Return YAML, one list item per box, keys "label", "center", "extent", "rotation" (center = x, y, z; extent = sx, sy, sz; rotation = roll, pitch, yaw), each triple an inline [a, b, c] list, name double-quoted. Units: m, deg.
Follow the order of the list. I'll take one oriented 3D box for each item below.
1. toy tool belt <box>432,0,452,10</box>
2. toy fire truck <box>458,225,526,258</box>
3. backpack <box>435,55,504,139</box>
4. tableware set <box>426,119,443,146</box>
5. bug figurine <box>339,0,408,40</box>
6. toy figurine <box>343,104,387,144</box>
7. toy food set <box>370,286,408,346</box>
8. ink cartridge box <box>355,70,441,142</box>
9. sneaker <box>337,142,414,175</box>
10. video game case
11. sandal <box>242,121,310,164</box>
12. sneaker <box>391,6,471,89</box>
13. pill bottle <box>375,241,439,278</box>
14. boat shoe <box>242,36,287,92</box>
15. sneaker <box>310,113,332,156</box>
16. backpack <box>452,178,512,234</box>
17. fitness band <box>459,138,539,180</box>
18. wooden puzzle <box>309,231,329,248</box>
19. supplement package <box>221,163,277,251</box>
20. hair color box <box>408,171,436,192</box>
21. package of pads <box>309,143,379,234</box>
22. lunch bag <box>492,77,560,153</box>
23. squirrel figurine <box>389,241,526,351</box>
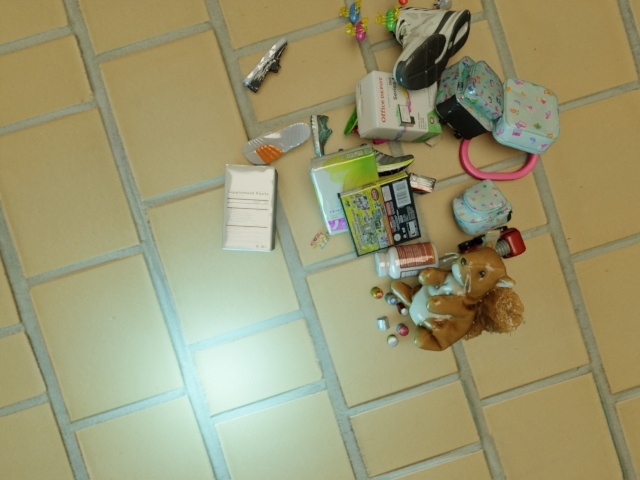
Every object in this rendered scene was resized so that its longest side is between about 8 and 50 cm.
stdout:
- label: "toy tool belt"
  center: [0.447, -0.883, 1.755]
  extent: [0.083, 0.052, 0.051]
  rotation: [-25, 60, -4]
- label: "toy fire truck"
  center: [0.626, 0.017, 1.674]
  extent: [0.217, 0.246, 0.159]
  rotation: [-22, 92, -1]
- label: "backpack"
  center: [0.527, -0.519, 1.659]
  extent: [0.225, 0.191, 0.254]
  rotation: [30, 53, -29]
- label: "tableware set"
  center: [0.399, -0.443, 1.771]
  extent: [0.168, 0.020, 0.141]
  rotation: [30, 85, 1]
- label: "bug figurine"
  center: [0.199, -0.806, 1.665]
  extent: [0.278, 0.072, 0.216]
  rotation: [-5, 61, 30]
- label: "toy figurine"
  center: [0.193, -0.429, 1.739]
  extent: [0.159, 0.130, 0.173]
  rotation: [26, 66, -15]
- label: "toy food set"
  center: [0.266, 0.281, 1.740]
  extent: [0.111, 0.104, 0.232]
  rotation: [-15, 91, -1]
- label: "ink cartridge box"
  center: [0.274, -0.465, 1.652]
  extent: [0.278, 0.117, 0.202]
  rotation: [-2, 85, -26]
- label: "sneaker"
  center: [0.197, -0.300, 1.729]
  extent: [0.299, 0.111, 0.121]
  rotation: [-6, 87, -3]
- label: "video game case"
  center: [0.212, -0.087, 1.654]
  extent: [0.248, 0.035, 0.275]
  rotation: [-18, 126, 3]
- label: "sandal"
  center: [-0.156, -0.363, 1.731]
  extent: [0.265, 0.076, 0.102]
  rotation: [-21, 115, 10]
- label: "sneaker"
  center: [0.317, -0.680, 1.645]
  extent: [0.257, 0.169, 0.447]
  rotation: [24, 55, 30]
- label: "pill bottle"
  center: [0.316, 0.076, 1.730]
  extent: [0.216, 0.121, 0.121]
  rotation: [-7, 91, -1]
- label: "boat shoe"
  center: [-0.188, -0.642, 1.729]
  extent: [0.076, 0.080, 0.228]
  rotation: [41, 87, -19]
- label: "sneaker"
  center: [0.009, -0.390, 1.744]
  extent: [0.076, 0.065, 0.167]
  rotation: [-8, 93, -5]
- label: "backpack"
  center: [0.580, -0.118, 1.711]
  extent: [0.188, 0.144, 0.166]
  rotation: [-28, 55, 9]
- label: "fitness band"
  center: [0.671, -0.330, 1.765]
  extent: [0.290, 0.054, 0.209]
  rotation: [0, 91, 0]
- label: "wooden puzzle"
  center: [0.000, 0.000, 1.777]
  extent: [0.049, 0.006, 0.083]
  rotation: [36, 90, -2]
- label: "supplement package"
  center: [-0.248, -0.113, 1.683]
  extent: [0.175, 0.177, 0.293]
  rotation: [3, 91, -1]
- label: "hair color box"
  center: [0.349, -0.204, 1.702]
  extent: [0.093, 0.167, 0.053]
  rotation: [15, 91, -1]
- label: "package of pads"
  center: [0.097, -0.175, 1.661]
  extent: [0.229, 0.101, 0.297]
  rotation: [-13, 125, 4]
- label: "lunch bag"
  center: [0.730, -0.452, 1.690]
  extent: [0.224, 0.108, 0.279]
  rotation: [14, 58, 0]
- label: "squirrel figurine"
  center: [0.509, 0.182, 1.608]
  extent: [0.396, 0.281, 0.370]
  rotation: [21, 124, -25]
